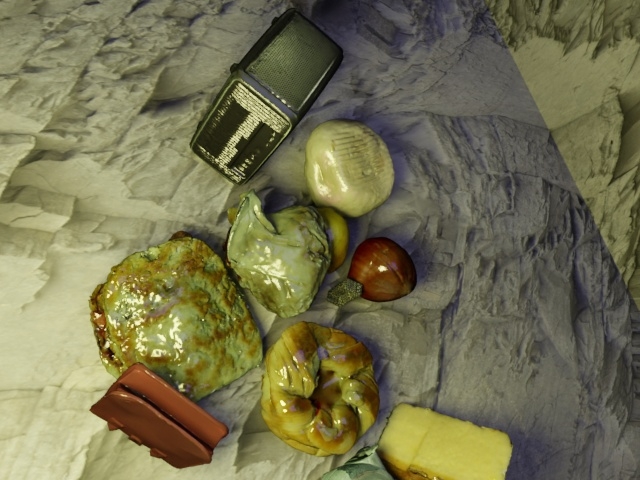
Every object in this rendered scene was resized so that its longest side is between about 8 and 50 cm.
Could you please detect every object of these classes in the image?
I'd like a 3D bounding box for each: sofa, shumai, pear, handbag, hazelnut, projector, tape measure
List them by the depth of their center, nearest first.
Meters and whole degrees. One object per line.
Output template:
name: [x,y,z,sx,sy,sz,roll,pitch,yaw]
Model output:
handbag: [-0.351,0.390,1.200,0.260,0.275,0.084,40,50,-12]
tape measure: [0.101,0.699,1.419,0.275,0.147,0.256,-25,83,-43]
shumai: [-0.140,0.033,1.474,0.288,0.292,0.329,41,39,-68]
projector: [-0.167,-0.424,1.669,0.242,0.395,0.405,38,51,-13]
pear: [0.000,0.000,1.693,0.200,0.200,0.199,15,59,-26]
sofa: [0.072,0.160,1.698,0.060,0.118,0.039,28,53,-19]
hazelnut: [0.206,0.100,1.759,0.230,0.229,0.229,15,59,-26]

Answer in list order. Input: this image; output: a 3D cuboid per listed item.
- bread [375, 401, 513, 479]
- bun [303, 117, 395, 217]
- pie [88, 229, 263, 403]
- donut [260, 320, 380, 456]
bread: [0.325,0.579,1.535,0.279,0.315,0.248,39,49,2]
bun: [0.078,-0.241,1.859,0.361,0.213,0.360,16,67,-42]
pie: [-0.339,0.206,1.372,0.395,0.180,0.418,-37,96,-42]
donut: [-0.002,0.391,1.499,0.361,0.170,0.360,17,57,-28]
